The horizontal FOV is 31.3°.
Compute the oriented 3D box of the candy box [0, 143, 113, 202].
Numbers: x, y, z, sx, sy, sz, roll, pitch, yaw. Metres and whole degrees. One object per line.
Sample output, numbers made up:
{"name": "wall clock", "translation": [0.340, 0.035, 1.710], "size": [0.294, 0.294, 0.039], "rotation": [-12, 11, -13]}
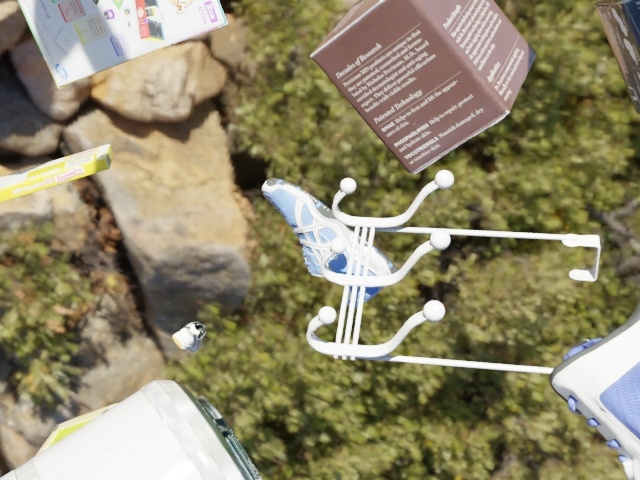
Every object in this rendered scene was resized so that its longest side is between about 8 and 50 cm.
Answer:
{"name": "candy box", "translation": [-0.456, -0.113, 1.941], "size": [0.205, 0.105, 0.027], "rotation": [-17, 107, -1]}

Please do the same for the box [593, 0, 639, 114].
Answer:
{"name": "box", "translation": [0.483, -0.266, 1.373], "size": [0.247, 0.142, 0.163], "rotation": [-24, 100, 2]}

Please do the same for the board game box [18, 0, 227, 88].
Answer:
{"name": "board game box", "translation": [-0.347, -0.427, 1.936], "size": [0.316, 0.064, 0.242], "rotation": [-21, 118, -3]}

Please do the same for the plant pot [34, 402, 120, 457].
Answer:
{"name": "plant pot", "translation": [-0.335, 0.390, 1.770], "size": [0.207, 0.228, 0.227], "rotation": [50, 41, -19]}

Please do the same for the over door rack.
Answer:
{"name": "over door rack", "translation": [0.162, 0.041, 1.229], "size": [0.239, 0.324, 0.108], "rotation": [-78, 180, -49]}

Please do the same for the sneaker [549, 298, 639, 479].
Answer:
{"name": "sneaker", "translation": [0.276, 0.157, 0.899], "size": [0.127, 0.182, 0.316], "rotation": [-11, 111, -49]}

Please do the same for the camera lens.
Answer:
{"name": "camera lens", "translation": [-0.191, 0.284, 1.098], "size": [0.274, 0.219, 0.219], "rotation": [-32, 127, -14]}

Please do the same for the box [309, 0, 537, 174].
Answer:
{"name": "box", "translation": [0.133, -0.230, 1.430], "size": [0.203, 0.167, 0.168], "rotation": [48, 40, -12]}

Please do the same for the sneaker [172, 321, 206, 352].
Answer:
{"name": "sneaker", "translation": [-0.157, 0.120, 1.436], "size": [0.037, 0.032, 0.083], "rotation": [-38, 176, 4]}

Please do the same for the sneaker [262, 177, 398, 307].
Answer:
{"name": "sneaker", "translation": [0.000, 0.000, 1.476], "size": [0.081, 0.211, 0.080], "rotation": [-49, 173, 3]}
